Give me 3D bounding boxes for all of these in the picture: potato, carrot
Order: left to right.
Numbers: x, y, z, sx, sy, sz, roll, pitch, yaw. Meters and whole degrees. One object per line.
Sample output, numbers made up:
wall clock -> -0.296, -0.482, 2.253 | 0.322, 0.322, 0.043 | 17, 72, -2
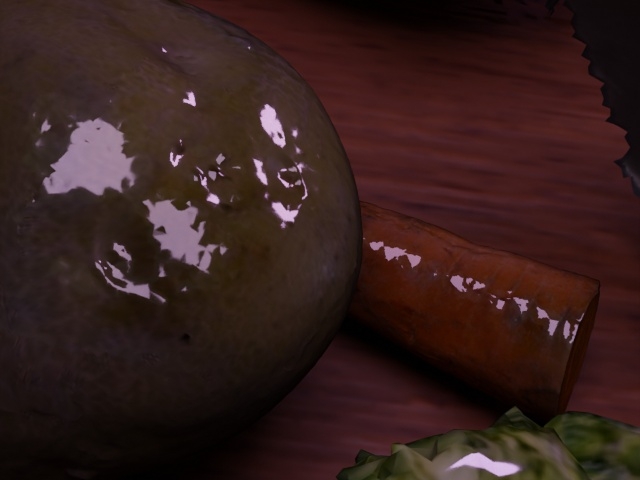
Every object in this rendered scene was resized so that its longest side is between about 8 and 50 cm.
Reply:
potato -> -0.098, -0.008, 0.643 | 0.235, 0.160, 0.178 | 27, 39, 26
carrot -> 0.000, 0.000, 0.717 | 0.224, 0.057, 0.057 | 24, 55, 17

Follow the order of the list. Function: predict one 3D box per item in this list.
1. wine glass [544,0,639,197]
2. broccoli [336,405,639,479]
wine glass -> 0.252, -0.138, 0.719 | 0.238, 0.238, 0.323 | 34, 62, 17
broccoli -> 0.055, 0.199, 0.410 | 0.317, 0.277, 0.338 | 19, 7, 36
